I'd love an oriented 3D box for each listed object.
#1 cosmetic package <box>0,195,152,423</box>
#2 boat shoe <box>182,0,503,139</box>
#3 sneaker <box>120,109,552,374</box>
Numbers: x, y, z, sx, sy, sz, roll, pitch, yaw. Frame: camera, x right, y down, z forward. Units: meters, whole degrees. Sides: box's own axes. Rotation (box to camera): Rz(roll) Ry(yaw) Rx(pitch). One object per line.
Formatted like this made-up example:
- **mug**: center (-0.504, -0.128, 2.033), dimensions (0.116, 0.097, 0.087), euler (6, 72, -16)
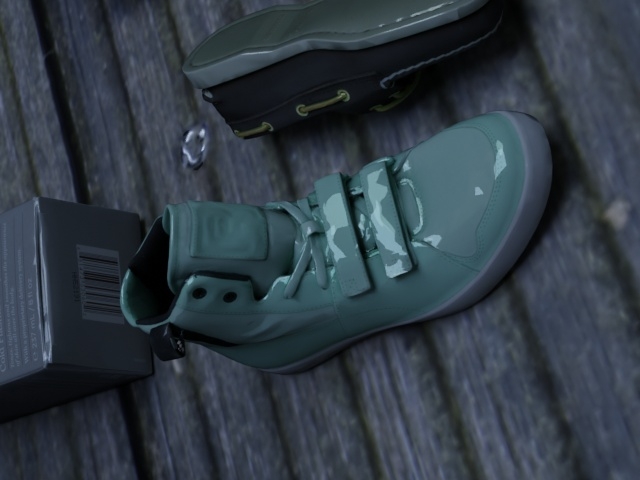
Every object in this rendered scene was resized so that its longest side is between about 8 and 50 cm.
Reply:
- **cosmetic package**: center (-0.237, 0.062, 1.060), dimensions (0.238, 0.107, 0.127), euler (-21, 69, 37)
- **boat shoe**: center (0.020, -0.112, 0.869), dimensions (0.228, 0.068, 0.081), euler (-8, 36, 40)
- **sneaker**: center (0.000, 0.001, 0.802), dimensions (0.256, 0.151, 0.094), euler (-35, 57, 33)
